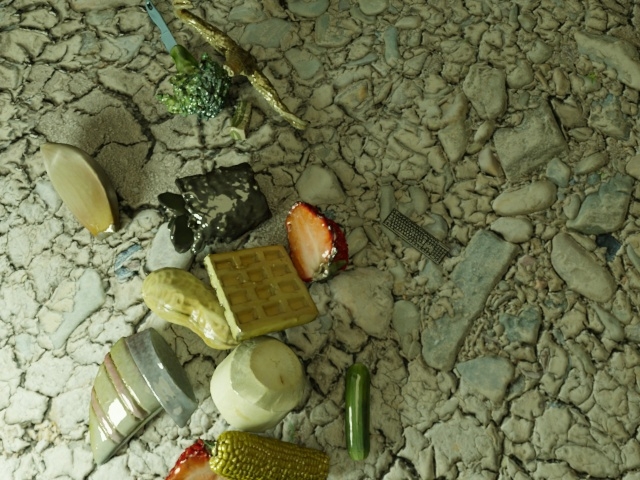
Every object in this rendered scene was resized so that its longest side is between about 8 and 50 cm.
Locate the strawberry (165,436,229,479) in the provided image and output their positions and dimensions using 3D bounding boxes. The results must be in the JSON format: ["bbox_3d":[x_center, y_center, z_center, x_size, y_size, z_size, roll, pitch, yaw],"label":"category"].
[{"bbox_3d":[-0.277,0.574,1.022,0.174,0.098,0.228,34,86,-8],"label":"strawberry"}]

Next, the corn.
[{"bbox_3d":[-0.119,0.498,0.991,0.311,0.101,0.101,27,72,-28],"label":"corn"}]

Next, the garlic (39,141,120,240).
[{"bbox_3d":[-0.646,-0.147,1.209,0.143,0.112,0.318,-34,83,13],"label":"garlic"}]

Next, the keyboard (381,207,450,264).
[{"bbox_3d":[0.272,-0.013,1.249,0.198,0.010,0.063,37,78,9],"label":"keyboard"}]

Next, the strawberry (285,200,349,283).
[{"bbox_3d":[0.000,0.000,1.184,0.111,0.190,0.236,3,54,-43],"label":"strawberry"}]

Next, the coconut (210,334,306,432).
[{"bbox_3d":[-0.151,0.342,1.038,0.202,0.222,0.202,21,41,-20],"label":"coconut"}]

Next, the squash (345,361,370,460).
[{"bbox_3d":[0.093,0.421,1.091,0.066,0.066,0.228,1,75,-2],"label":"squash"}]

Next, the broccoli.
[{"bbox_3d":[-0.392,-0.457,1.297,0.275,0.177,0.198,33,85,29],"label":"broccoli"}]

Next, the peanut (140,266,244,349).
[{"bbox_3d":[-0.316,0.171,1.108,0.306,0.147,0.147,29,75,6],"label":"peanut"}]

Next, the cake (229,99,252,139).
[{"bbox_3d":[-0.237,-0.363,1.329,0.051,0.055,0.139,7,56,2],"label":"cake"}]

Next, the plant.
[{"bbox_3d":[-0.277,-0.081,1.164,0.276,0.188,0.198,-25,79,-11],"label":"plant"}]

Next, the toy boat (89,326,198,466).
[{"bbox_3d":[-0.460,0.360,1.075,0.294,0.111,0.275,-24,68,2],"label":"toy boat"}]

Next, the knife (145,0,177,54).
[{"bbox_3d":[-0.496,-0.658,1.411,0.045,0.019,0.312,-32,78,-2],"label":"knife"}]

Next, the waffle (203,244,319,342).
[{"bbox_3d":[-0.148,0.118,1.099,0.221,0.055,0.247,-9,53,-33],"label":"waffle"}]

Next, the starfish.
[{"bbox_3d":[-0.226,-0.499,1.243,0.082,0.324,0.432,-43,75,10],"label":"starfish"}]
